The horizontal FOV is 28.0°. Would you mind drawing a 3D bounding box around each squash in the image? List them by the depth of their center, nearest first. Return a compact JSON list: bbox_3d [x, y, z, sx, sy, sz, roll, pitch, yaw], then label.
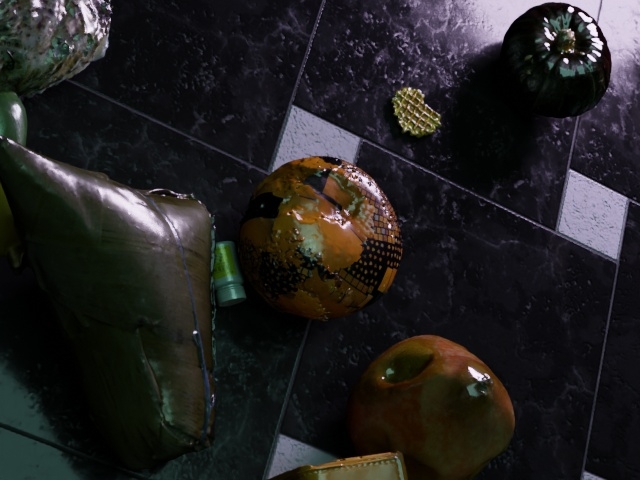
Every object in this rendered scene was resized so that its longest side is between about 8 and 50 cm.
[{"bbox_3d":[0.383,-0.293,2.084,0.193,0.156,0.193,12,43,-12],"label":"squash"}]

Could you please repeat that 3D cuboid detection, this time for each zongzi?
[{"bbox_3d":[-0.262,0.087,1.529,0.393,0.174,0.356,28,53,-63],"label":"zongzi"}]

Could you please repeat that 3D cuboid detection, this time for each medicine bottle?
[{"bbox_3d":[-0.131,0.045,1.764,0.047,0.047,0.083,-8,75,-28],"label":"medicine bottle"}]

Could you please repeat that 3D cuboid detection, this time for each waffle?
[{"bbox_3d":[0.147,-0.201,2.011,0.078,0.016,0.085,-24,82,-31],"label":"waffle"}]

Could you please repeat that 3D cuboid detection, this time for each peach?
[{"bbox_3d":[0.157,0.228,1.733,0.214,0.235,0.214,15,64,-32],"label":"peach"}]

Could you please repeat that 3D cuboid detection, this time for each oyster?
[{"bbox_3d":[-0.401,-0.294,1.733,0.268,0.112,0.198,-24,104,-39],"label":"oyster"}]

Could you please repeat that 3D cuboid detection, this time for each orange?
[{"bbox_3d":[0.000,0.000,1.768,0.234,0.182,0.234,15,54,-21],"label":"orange"}]

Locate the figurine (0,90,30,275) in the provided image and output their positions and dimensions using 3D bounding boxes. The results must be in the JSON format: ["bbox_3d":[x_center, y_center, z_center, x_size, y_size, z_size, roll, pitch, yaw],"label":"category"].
[{"bbox_3d":[-0.436,-0.064,1.620,0.185,0.127,0.234,-12,90,-17],"label":"figurine"}]

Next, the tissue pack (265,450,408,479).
[{"bbox_3d":[0.030,0.422,1.619,0.145,0.194,0.274,-3,72,-27],"label":"tissue pack"}]
